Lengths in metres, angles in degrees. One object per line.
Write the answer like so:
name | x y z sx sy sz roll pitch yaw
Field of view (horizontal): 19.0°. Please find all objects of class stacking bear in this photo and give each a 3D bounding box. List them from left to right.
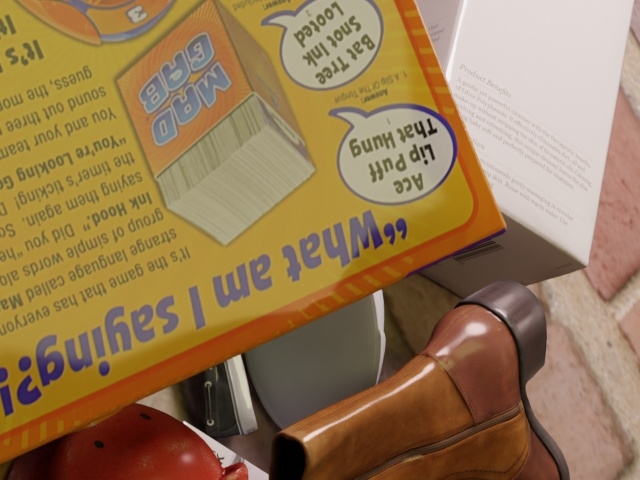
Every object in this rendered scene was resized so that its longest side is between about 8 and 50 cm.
stacking bear | -0.165 0.174 1.183 0.175 0.289 0.164 -21 91 -41

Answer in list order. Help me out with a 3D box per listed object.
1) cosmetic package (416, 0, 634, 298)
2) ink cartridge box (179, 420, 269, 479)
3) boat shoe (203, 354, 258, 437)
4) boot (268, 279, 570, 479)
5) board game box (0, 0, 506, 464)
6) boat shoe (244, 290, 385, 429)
cosmetic package | 0.144 -0.160 1.627 0.197 0.155 0.365 31 59 -30
ink cartridge box | -0.081 0.207 1.397 0.135 0.056 0.099 36 58 -27
boat shoe | -0.082 0.080 1.443 0.040 0.049 0.142 -14 79 -3
boot | 0.080 0.198 1.462 0.280 0.096 0.264 -34 135 -41
board game box | -0.184 -0.084 1.076 0.357 0.356 0.356 -24 94 -25
boat shoe | -0.004 0.000 1.470 0.105 0.113 0.306 -49 132 -67
